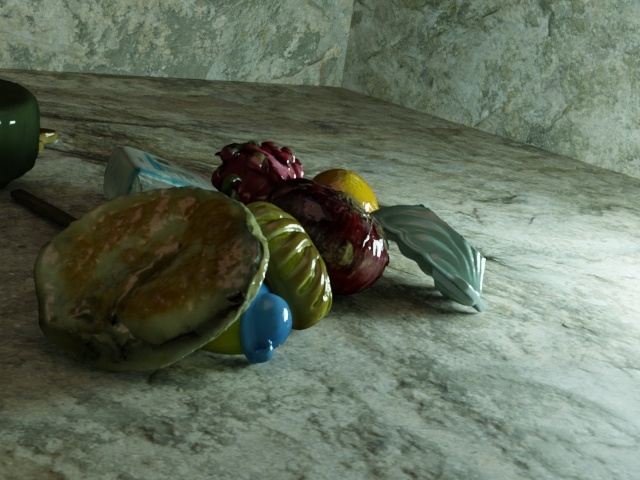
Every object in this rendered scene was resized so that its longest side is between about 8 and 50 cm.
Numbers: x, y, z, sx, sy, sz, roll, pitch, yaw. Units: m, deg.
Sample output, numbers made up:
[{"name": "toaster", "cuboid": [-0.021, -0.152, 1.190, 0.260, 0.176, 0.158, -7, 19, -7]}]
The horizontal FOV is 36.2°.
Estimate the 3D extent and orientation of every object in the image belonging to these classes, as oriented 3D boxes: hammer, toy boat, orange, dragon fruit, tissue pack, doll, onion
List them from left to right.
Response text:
[{"name": "hammer", "cuboid": [-0.499, -0.048, 1.870, 0.111, 0.043, 0.365, -5, 19, -41]}, {"name": "tissue pack", "cuboid": [-0.304, -0.083, 1.885, 0.202, 0.124, 0.271, 23, 8, -24]}, {"name": "doll", "cuboid": [-0.186, 0.082, 1.454, 0.199, 0.145, 0.363, -41, 48, -16]}, {"name": "dragon fruit", "cuboid": [-0.124, -0.107, 2.025, 0.198, 0.218, 0.272, -29, 24, 2]}, {"name": "onion", "cuboid": [0.000, 0.000, 1.698, 0.246, 0.190, 0.246, 28, 8, -4]}, {"name": "orange", "cuboid": [0.031, -0.054, 1.929, 0.155, 0.177, 0.178, 29, 23, 21]}, {"name": "toy boat", "cuboid": [0.203, 0.013, 1.787, 0.290, 0.100, 0.199, 44, 2, 37]}]

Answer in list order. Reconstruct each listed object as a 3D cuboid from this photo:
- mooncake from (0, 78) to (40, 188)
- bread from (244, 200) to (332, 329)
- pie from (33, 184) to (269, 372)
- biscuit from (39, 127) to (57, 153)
[{"name": "mooncake", "cuboid": [-0.761, -0.228, 2.057, 0.352, 0.187, 0.351, 5, 21, -2]}, {"name": "bread", "cuboid": [-0.057, 0.033, 1.510, 0.105, 0.213, 0.213, -29, 27, -13]}, {"name": "pie", "cuboid": [-0.233, 0.044, 1.353, 0.339, 0.077, 0.339, -8, 46, 8]}, {"name": "biscuit", "cuboid": [-0.761, -0.233, 2.362, 0.197, 0.049, 0.301, 4, 16, 0]}]
